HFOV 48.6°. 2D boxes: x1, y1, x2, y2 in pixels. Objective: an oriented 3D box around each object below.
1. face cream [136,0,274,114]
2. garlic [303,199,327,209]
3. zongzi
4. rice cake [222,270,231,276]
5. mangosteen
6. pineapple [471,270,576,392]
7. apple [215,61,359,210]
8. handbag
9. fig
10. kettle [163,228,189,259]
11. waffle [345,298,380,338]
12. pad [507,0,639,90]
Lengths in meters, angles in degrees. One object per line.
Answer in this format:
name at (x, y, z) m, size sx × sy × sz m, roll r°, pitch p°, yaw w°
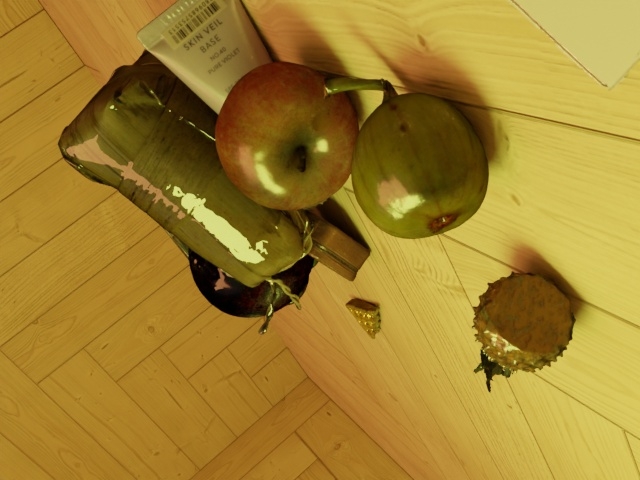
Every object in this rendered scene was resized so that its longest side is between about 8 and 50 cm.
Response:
face cream at (-0.124, -0.244, 1.054) m, size 0.274 × 0.154 × 0.096 m, roll 50°, pitch -170°, yaw -30°
garlic at (-0.037, -0.095, 1.274) m, size 0.094 × 0.074 × 0.113 m, roll 59°, pitch 153°, yaw 9°
zongzi at (-0.149, -0.151, 1.277) m, size 0.500 × 0.218 × 0.467 m, roll 41°, pitch -147°, yaw -16°
rice cake at (-0.139, -0.056, 1.352) m, size 0.081 × 0.290 × 0.051 m, roll 12°, pitch 151°, yaw -10°
mangosteen at (-0.133, 0.025, 1.537) m, size 0.300 × 0.300 × 0.300 m, roll 47°, pitch 167°, yaw 15°
pineapple at (0.234, 0.121, 0.874) m, size 0.125 × 0.125 × 0.251 m, roll 47°, pitch 172°, yaw 17°
apple at (-0.045, -0.137, 0.925) m, size 0.188 × 0.188 × 0.174 m, roll 58°, pitch 172°, yaw -31°
handbag at (0.000, 0.000, 1.339) m, size 0.151 × 0.072 × 0.193 m, roll 33°, pitch 178°, yaw -39°
fig at (0.095, -0.091, 0.739) m, size 0.142 × 0.148 × 0.186 m, roll 44°, pitch -146°, yaw -44°
kettle at (-0.255, -0.057, 1.742) m, size 0.210 × 0.243 × 0.160 m, roll 53°, pitch 167°, yaw -3°
waffle at (0.125, 0.190, 1.602) m, size 0.125 × 0.032 × 0.191 m, roll 55°, pitch 168°, yaw -13°
pad at (0.143, -0.215, 0.476) m, size 0.232 × 0.004 × 0.156 m, roll 48°, pitch 167°, yaw 11°
